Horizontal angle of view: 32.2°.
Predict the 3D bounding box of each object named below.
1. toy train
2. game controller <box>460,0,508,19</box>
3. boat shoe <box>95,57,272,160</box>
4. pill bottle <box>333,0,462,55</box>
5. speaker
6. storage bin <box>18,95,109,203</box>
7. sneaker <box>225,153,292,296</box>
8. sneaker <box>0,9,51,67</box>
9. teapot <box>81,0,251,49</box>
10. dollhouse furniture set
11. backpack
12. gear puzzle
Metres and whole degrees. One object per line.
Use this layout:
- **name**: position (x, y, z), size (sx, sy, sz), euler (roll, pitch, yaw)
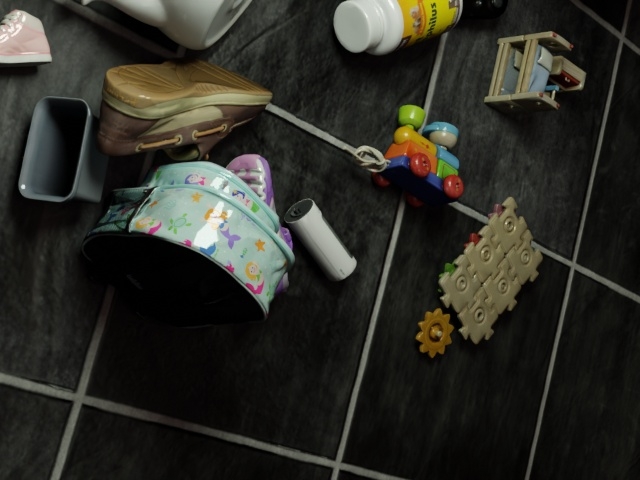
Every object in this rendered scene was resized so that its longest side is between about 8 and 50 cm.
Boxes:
- **toy train**: position (0.139, -0.164, 1.843), size (0.248, 0.105, 0.143), euler (29, 63, -38)
- **game controller**: position (0.258, -0.550, 1.949), size (0.166, 0.067, 0.319), euler (-7, 95, -41)
- **boat shoe**: position (-0.189, -0.171, 1.527), size (0.342, 0.123, 0.123), euler (-24, 139, -62)
- **pill bottle**: position (0.125, -0.372, 1.805), size (0.215, 0.117, 0.117), euler (-26, 108, -37)
- **speaker**: position (0.000, 0.000, 1.750), size (0.055, 0.055, 0.136), euler (-52, 122, -27)
- **storage bin**: position (-0.329, -0.109, 1.447), size (0.091, 0.098, 0.135), euler (28, 70, -67)
- **sneaker**: position (-0.090, -0.013, 1.655), size (0.104, 0.095, 0.236), euler (-12, 104, -47)
- **sneaker**: position (-0.405, -0.254, 1.395), size (0.134, 0.051, 0.070), euler (-12, 97, -43)
- **teapot**: position (-0.170, -0.401, 1.502), size (0.187, 0.252, 0.256), euler (37, 23, -1)
- **dollhouse furniture set**: position (0.423, -0.287, 2.059), size (0.183, 0.129, 0.129), euler (22, 77, -39)
- **backpack**: position (-0.161, 0.011, 1.479), size (0.225, 0.253, 0.191), euler (45, 63, -32)
- **gear puzzle**: position (0.277, 0.087, 2.007), size (0.339, 0.044, 0.175), euler (-47, 121, -26)
